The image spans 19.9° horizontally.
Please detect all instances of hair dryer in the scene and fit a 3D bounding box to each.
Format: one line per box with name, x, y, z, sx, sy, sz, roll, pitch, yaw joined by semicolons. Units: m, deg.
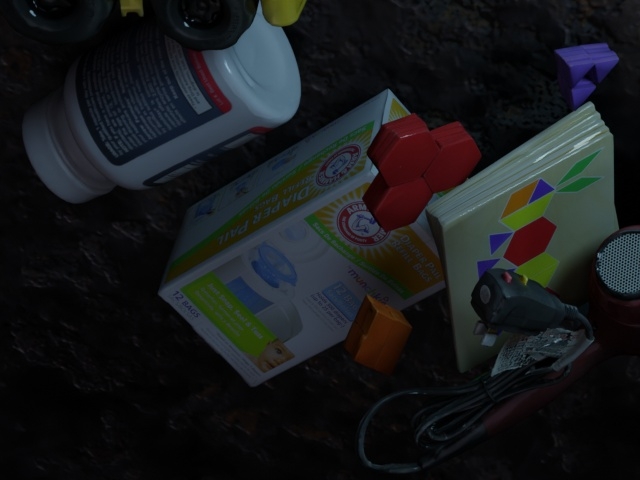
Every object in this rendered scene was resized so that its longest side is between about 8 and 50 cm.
hair dryer;0.173;0.069;1.276;0.293;0.080;0.224;-2;147;-32

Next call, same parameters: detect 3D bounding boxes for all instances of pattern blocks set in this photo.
pattern blocks set;0.140;-0.001;1.233;0.285;0.026;0.325;-23;141;-20

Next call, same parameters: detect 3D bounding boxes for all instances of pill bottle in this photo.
pill bottle;-0.114;-0.096;1.260;0.180;0.108;0.108;-24;119;26

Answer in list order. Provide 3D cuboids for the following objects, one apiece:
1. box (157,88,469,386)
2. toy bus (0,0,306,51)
box;0.000;0.000;1.314;0.203;0.103;0.114;-29;118;29
toy bus;-0.113;-0.241;1.118;0.220;0.149;0.211;5;129;6
